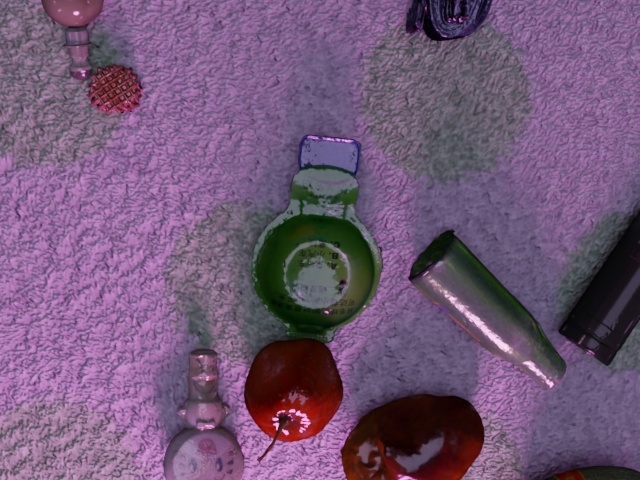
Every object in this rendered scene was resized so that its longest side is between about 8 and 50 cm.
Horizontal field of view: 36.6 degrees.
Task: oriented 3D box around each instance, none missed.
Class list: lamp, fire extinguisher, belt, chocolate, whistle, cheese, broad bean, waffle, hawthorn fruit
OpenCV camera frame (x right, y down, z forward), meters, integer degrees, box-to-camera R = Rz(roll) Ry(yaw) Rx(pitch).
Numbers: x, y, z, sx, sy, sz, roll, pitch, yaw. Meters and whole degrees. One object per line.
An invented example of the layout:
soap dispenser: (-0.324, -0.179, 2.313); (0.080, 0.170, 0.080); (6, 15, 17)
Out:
lamp: (-0.366, -0.320, 1.441); (0.091, 0.091, 0.163); (-2, 111, -4)
fire extinguisher: (0.494, 0.041, 1.525); (0.114, 0.095, 0.311); (36, 93, 24)
belt: (0.208, -0.408, 1.447); (0.122, 0.128, 0.218); (9, 95, -6)
chocolate: (0.270, 0.119, 1.514); (0.291, 0.110, 0.110); (44, 90, -9)
whistle: (-0.184, 0.300, 1.510); (0.126, 0.067, 0.258); (-1, 91, -17)
cheese: (0.000, 0.000, 1.487); (0.204, 0.083, 0.320); (6, 97, -3)
broad bean: (0.145, 0.322, 1.507); (0.229, 0.122, 0.156); (-16, 98, -6)
waffle: (-0.314, -0.231, 1.473); (0.083, 0.029, 0.075); (5, 94, -2)
hawthorn fruit: (-0.043, 0.237, 1.440); (0.163, 0.203, 0.162); (0, 109, 1)

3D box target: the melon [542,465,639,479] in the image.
melon: (0.403, 0.450, 1.506); (0.288, 0.182, 0.182); (-14, 96, -5)
